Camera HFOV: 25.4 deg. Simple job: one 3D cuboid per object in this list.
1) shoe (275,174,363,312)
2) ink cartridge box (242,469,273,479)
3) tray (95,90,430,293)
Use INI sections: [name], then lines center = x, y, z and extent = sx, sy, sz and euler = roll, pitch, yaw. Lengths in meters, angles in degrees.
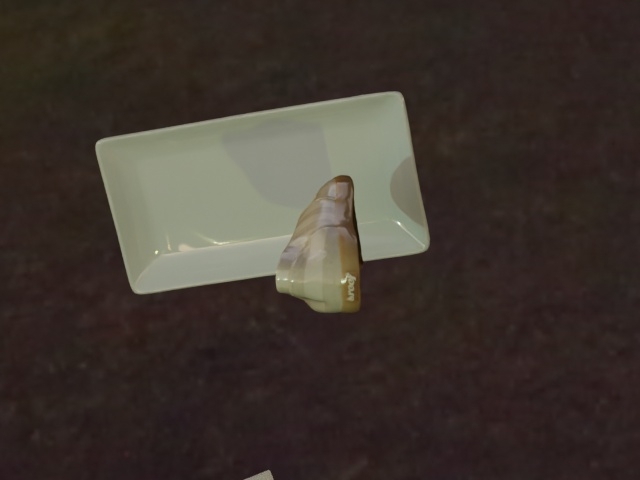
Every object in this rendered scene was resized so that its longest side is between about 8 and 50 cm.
[shoe]
center = 0.000, 0.000, 1.058
extent = 0.058, 0.077, 0.219
euler = -6, 14, 3
[ink cartridge box]
center = -0.124, 0.350, 1.802
extent = 0.198, 0.067, 0.115
euler = -15, -12, -32
[tray]
center = -0.048, -0.042, 1.223
extent = 0.270, 0.145, 0.030
euler = -8, 16, 11
